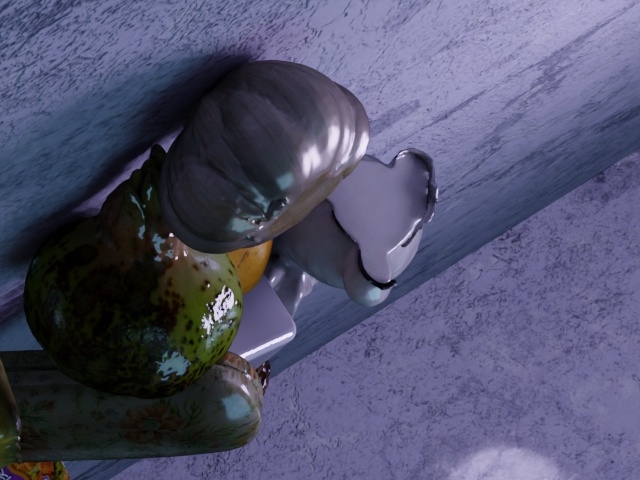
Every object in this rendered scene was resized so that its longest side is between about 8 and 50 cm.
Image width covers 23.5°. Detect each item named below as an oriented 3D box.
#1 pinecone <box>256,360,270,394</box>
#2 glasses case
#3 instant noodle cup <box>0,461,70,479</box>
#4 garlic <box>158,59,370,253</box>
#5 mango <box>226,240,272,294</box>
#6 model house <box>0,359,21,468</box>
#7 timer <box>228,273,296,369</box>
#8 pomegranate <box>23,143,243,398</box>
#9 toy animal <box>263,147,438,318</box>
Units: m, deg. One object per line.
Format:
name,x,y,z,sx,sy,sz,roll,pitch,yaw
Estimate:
pinecone,-0.172,0.205,2.443,0.208,0.208,0.208,-32,170,-6
glasses case,-0.279,0.192,1.790,0.425,0.098,0.156,-3,141,5
instant noodle cup,-0.468,0.335,2.093,0.190,0.251,0.251,-38,174,-28
garlic,-0.064,-0.085,1.507,0.228,0.152,0.228,-35,174,-4
mango,-0.126,-0.005,1.799,0.145,0.112,0.219,-46,158,-11
model house,-0.430,0.172,1.506,0.234,0.193,0.175,-26,169,-24
timer,-0.184,0.110,1.959,0.194,0.192,0.195,-21,165,-49
pomegranate,-0.200,0.030,1.628,0.222,0.276,0.204,-14,-164,-31
toy animal,0.000,0.000,2.027,0.357,0.194,0.258,-40,-151,57
